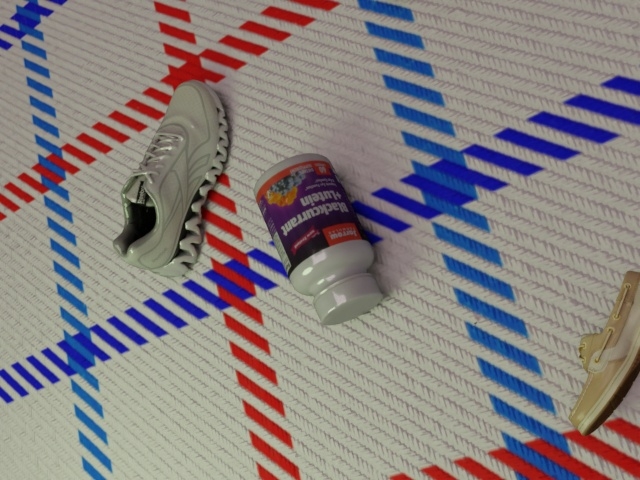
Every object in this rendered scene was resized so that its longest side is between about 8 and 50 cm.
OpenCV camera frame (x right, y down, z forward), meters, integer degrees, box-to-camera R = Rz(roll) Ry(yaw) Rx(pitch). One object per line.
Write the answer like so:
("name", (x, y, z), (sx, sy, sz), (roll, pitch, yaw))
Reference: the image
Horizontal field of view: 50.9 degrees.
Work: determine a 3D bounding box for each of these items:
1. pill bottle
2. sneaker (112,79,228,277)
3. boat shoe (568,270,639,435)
("pill bottle", (0.000, 0.000, 0.820), (0.108, 0.108, 0.194), (-34, 67, 23))
("sneaker", (-0.216, -0.094, 0.965), (0.110, 0.118, 0.292), (10, 86, 34))
("boat shoe", (0.285, 0.108, 0.660), (0.059, 0.063, 0.170), (31, 89, 34))
